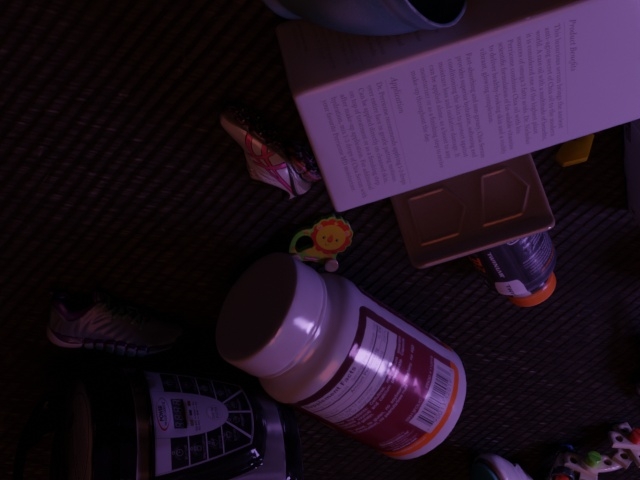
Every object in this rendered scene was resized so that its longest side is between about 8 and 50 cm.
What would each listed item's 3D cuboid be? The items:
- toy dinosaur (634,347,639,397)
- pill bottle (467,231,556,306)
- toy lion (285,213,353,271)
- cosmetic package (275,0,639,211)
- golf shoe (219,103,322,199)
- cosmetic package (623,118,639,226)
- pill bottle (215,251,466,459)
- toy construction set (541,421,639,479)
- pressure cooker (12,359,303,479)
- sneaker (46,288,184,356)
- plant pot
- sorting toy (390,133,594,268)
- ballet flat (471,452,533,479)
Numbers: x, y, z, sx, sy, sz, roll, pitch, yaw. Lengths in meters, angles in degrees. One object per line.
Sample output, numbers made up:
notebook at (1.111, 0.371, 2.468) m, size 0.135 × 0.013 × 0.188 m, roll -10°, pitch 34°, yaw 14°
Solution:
toy dinosaur at (0.695, 0.252, 1.559) m, size 0.218 × 0.164 × 0.322 m, roll -21°, pitch 150°, yaw 27°
pill bottle at (0.295, -0.001, 1.315) m, size 0.130 × 0.130 × 0.246 m, roll -28°, pitch 125°, yaw 12°
toy lion at (0.000, 0.000, 1.337) m, size 0.100 × 0.034 × 0.096 m, roll 7°, pitch 118°, yaw -13°
cosmetic package at (0.193, -0.227, 1.092) m, size 0.453 × 0.161 × 0.230 m, roll -17°, pitch 139°, yaw 4°
golf shoe at (-0.084, -0.123, 1.209) m, size 0.086 × 0.067 × 0.186 m, roll -40°, pitch 122°, yaw 21°
cosmetic package at (0.676, -0.137, 1.257) m, size 0.385 × 0.156 × 0.217 m, roll -19°, pitch 128°, yaw 5°
pill bottle at (0.036, 0.191, 1.347) m, size 0.392 × 0.224 × 0.224 m, roll 34°, pitch 115°, yaw -32°
toy construction set at (0.580, 0.527, 1.731) m, size 0.215 × 0.151 × 0.328 m, roll 17°, pitch 117°, yaw 10°
pressure cooker at (-0.277, 0.391, 1.336) m, size 0.420 × 0.370 × 0.375 m, roll 7°, pitch 85°, yaw -25°
sneaker at (-0.335, 0.130, 1.351) m, size 0.223 × 0.083 × 0.098 m, roll 3°, pitch 120°, yaw -10°
plant pot at (0.023, -0.364, 0.942) m, size 0.196 × 0.293 × 0.293 m, roll -9°, pitch 132°, yaw 32°
sorting toy at (0.250, -0.103, 1.197) m, size 0.307 × 0.229 × 0.041 m, roll -17°, pitch 162°, yaw 4°
ballet flat at (0.398, 0.560, 1.760) m, size 0.139 × 0.139 × 0.400 m, roll -10°, pitch 131°, yaw -1°
